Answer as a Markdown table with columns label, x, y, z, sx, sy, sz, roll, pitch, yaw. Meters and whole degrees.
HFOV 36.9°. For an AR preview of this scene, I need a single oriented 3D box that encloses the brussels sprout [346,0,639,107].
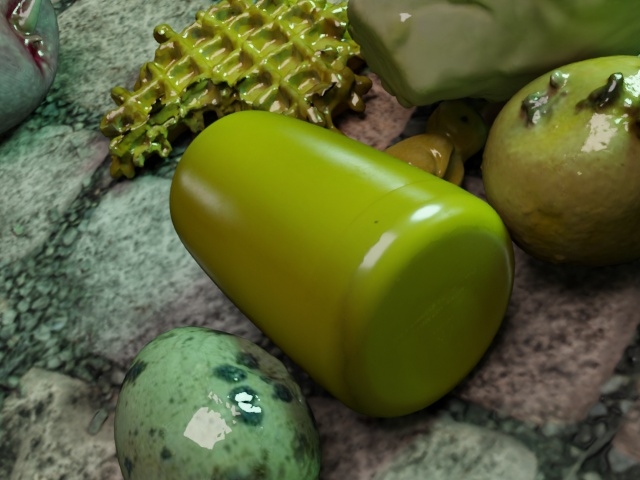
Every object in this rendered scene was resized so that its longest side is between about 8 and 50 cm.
| label | x | y | z | sx | sy | sz | roll | pitch | yaw |
| --- | --- | --- | --- | --- | --- | --- | --- | --- | --- |
| brussels sprout | 0.166 | -0.250 | 0.780 | 0.274 | 0.242 | 0.316 | 14 | 65 | 46 |

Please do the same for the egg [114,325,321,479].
| label | x | y | z | sx | sy | sz | roll | pitch | yaw |
| --- | --- | --- | --- | --- | --- | --- | --- | --- | --- |
| egg | -0.077 | 0.138 | 0.691 | 0.141 | 0.141 | 0.181 | -35 | 51 | -6 |

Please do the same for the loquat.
| label | x | y | z | sx | sy | sz | roll | pitch | yaw |
| --- | --- | --- | --- | --- | --- | --- | --- | --- | --- |
| loquat | 0.206 | -0.061 | 0.699 | 0.172 | 0.204 | 0.149 | -9 | 72 | -8 |

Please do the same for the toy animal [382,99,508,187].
| label | x | y | z | sx | sy | sz | roll | pitch | yaw |
| --- | --- | --- | --- | --- | --- | --- | --- | --- | --- |
| toy animal | 0.107 | -0.085 | 0.847 | 0.083 | 0.070 | 0.159 | 26 | 62 | 39 |

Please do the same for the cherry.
| label | x | y | z | sx | sy | sz | roll | pitch | yaw |
| --- | --- | --- | --- | --- | --- | --- | --- | --- | --- |
| cherry | -0.402 | -0.215 | 1.095 | 0.266 | 0.183 | 0.213 | -22 | 37 | 27 |

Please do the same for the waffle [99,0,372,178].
| label | x | y | z | sx | sy | sz | roll | pitch | yaw |
| --- | --- | --- | --- | --- | --- | --- | --- | --- | --- |
| waffle | -0.084 | -0.171 | 0.997 | 0.293 | 0.069 | 0.259 | 2 | 55 | 24 |

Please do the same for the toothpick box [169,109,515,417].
| label | x | y | z | sx | sy | sz | roll | pitch | yaw |
| --- | --- | --- | --- | --- | --- | --- | --- | --- | --- |
| toothpick box | 0.000 | 0.000 | 0.751 | 0.175 | 0.175 | 0.271 | -43 | 46 | -14 |
